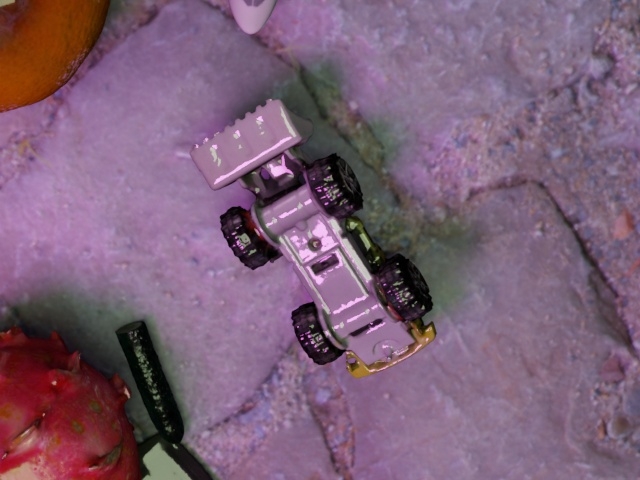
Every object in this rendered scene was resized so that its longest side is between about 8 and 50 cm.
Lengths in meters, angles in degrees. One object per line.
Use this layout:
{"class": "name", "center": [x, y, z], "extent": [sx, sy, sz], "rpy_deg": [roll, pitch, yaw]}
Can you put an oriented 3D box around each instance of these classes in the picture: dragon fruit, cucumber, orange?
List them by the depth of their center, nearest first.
{"class": "orange", "center": [-0.290, -0.221, 1.000], "extent": [0.224, 0.170, 0.224], "rpy_deg": [-2, 103, -7]}
{"class": "dragon fruit", "center": [-0.261, 0.205, 1.085], "extent": [0.210, 0.205, 0.268], "rpy_deg": [-29, 102, -6]}
{"class": "cucumber", "center": [-0.167, 0.145, 1.168], "extent": [0.032, 0.032, 0.133], "rpy_deg": [-20, 105, -1]}

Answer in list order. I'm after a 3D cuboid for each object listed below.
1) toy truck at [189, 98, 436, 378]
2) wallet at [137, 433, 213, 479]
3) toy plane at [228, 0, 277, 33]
{"class": "toy truck", "center": [0.000, 0.000, 1.111], "extent": [0.136, 0.111, 0.286], "rpy_deg": [-29, 102, 18]}
{"class": "wallet", "center": [-0.152, 0.333, 1.206], "extent": [0.169, 0.052, 0.245], "rpy_deg": [-36, 101, 0]}
{"class": "toy plane", "center": [-0.052, -0.313, 1.039], "extent": [0.251, 0.101, 0.255], "rpy_deg": [4, 106, -7]}
